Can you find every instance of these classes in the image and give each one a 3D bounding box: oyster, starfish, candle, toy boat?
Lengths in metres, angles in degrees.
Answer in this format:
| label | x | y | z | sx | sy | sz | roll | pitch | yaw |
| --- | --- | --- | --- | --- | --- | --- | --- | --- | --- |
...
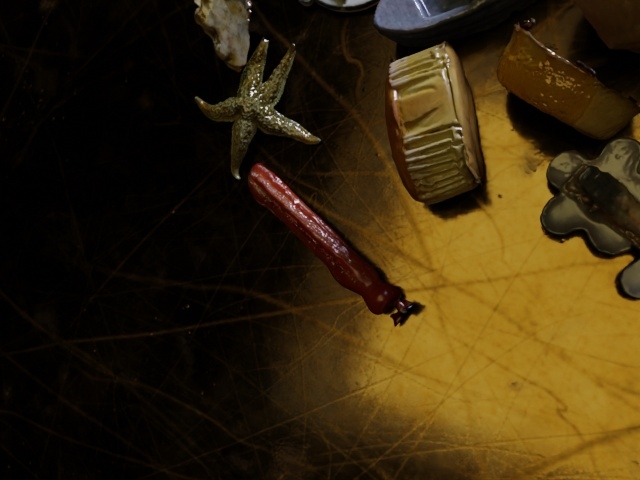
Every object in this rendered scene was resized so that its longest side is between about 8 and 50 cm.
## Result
| label | x | y | z | sx | sy | sz | roll | pitch | yaw |
| --- | --- | --- | --- | --- | --- | --- | --- | --- | --- |
| oyster | -0.173 | -0.444 | 0.885 | 0.110 | 0.166 | 0.341 | -20 | 63 | 24 |
| starfish | -0.096 | -0.198 | 0.850 | 0.217 | 0.050 | 0.223 | 21 | 108 | 6 |
| candle | 0.000 | 0.000 | 0.795 | 0.051 | 0.048 | 0.329 | -45 | 67 | -2 |
| toy boat | 0.203 | -0.351 | 0.739 | 0.283 | 0.078 | 0.127 | -27 | 74 | 18 |

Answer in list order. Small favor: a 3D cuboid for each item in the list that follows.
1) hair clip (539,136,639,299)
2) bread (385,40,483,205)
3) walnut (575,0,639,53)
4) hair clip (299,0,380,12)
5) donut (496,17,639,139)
| label | x | y | z | sx | sy | sz | roll | pitch | yaw |
| --- | --- | --- | --- | --- | --- | --- | --- | --- | --- |
| hair clip | 0.370 | -0.017 | 0.630 | 0.257 | 0.075 | 0.146 | 44 | 94 | 15 |
| bread | 0.140 | -0.145 | 0.709 | 0.114 | 0.132 | 0.190 | -16 | 74 | 21 |
| walnut | 0.390 | -0.320 | 0.579 | 0.225 | 0.225 | 0.261 | 38 | 111 | 23 |
| hair clip | 0.064 | -0.427 | 0.826 | 0.140 | 0.054 | 0.220 | 42 | 102 | 18 |
| donut | 0.281 | -0.182 | 0.651 | 0.181 | 0.146 | 0.078 | 44 | 117 | 18 |
